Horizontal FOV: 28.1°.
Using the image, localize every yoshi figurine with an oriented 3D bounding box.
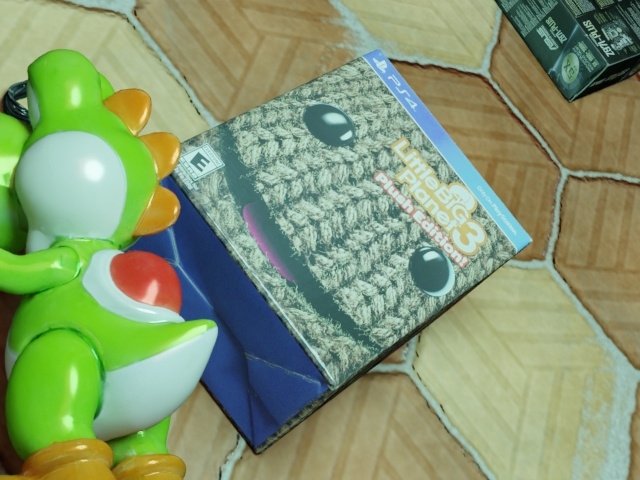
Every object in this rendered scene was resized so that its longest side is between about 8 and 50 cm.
[{"bbox_3d":[-0.205,0.043,0.911,0.203,0.203,0.362,2,66,-24],"label":"yoshi figurine"}]

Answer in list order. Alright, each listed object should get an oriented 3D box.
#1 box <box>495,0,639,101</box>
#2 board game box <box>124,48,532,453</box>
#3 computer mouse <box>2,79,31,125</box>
[{"bbox_3d":[0.315,-0.275,1.554,0.147,0.077,0.180,-24,76,-42],"label":"box"},{"bbox_3d":[0.000,0.000,1.113,0.291,0.141,0.232,-33,82,-43],"label":"board game box"},{"bbox_3d":[-0.269,-0.082,1.056,0.071,0.041,0.242,42,46,-2],"label":"computer mouse"}]
